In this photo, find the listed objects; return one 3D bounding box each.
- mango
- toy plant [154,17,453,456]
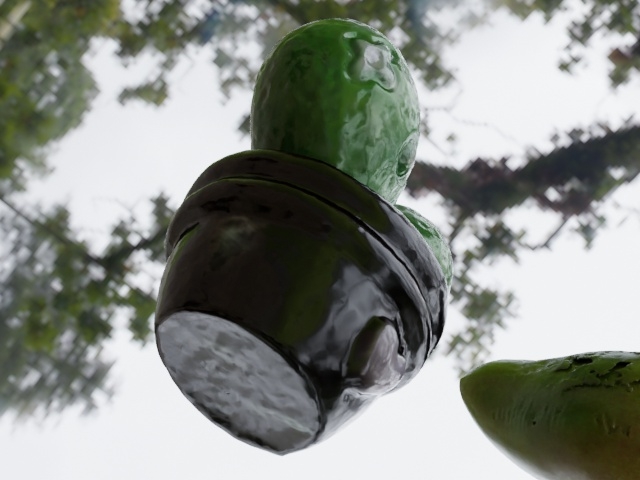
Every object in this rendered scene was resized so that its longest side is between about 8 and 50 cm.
[{"bbox_3d":[0.197,0.129,1.005,0.233,0.125,0.111,10,-111,35],"label":"mango"},{"bbox_3d":[0.000,0.000,0.881,0.175,0.218,0.235,2,-139,32],"label":"toy plant"}]
